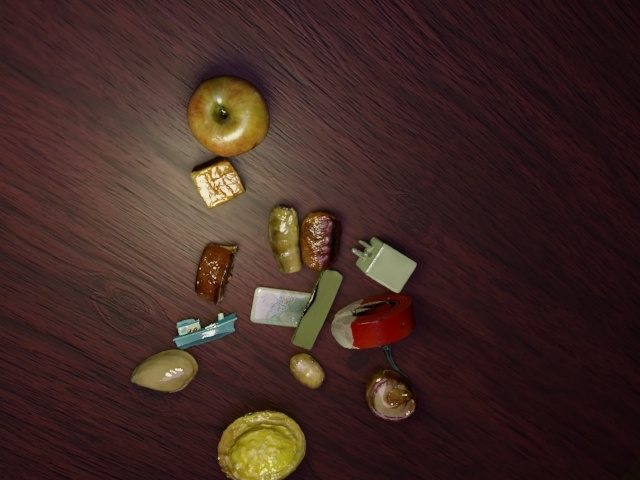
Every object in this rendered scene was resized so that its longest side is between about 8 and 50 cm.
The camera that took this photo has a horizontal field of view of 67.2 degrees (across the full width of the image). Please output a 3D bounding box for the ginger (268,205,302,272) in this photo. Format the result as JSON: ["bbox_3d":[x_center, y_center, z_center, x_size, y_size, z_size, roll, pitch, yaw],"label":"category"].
[{"bbox_3d":[-0.129,-0.003,1.747,0.116,0.109,0.263,-11,112,-7],"label":"ginger"}]

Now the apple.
[{"bbox_3d":[-0.292,-0.397,1.555,0.264,0.264,0.264,-3,104,-11],"label":"apple"}]

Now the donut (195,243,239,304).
[{"bbox_3d":[-0.375,0.110,1.713,0.126,0.144,0.186,16,127,5],"label":"donut"}]

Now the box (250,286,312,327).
[{"bbox_3d":[-0.120,0.261,1.850,0.285,0.044,0.142,9,98,-14],"label":"box"}]

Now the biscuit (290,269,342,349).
[{"bbox_3d":[-0.015,0.259,1.834,0.099,0.038,0.322,22,92,-21],"label":"biscuit"}]

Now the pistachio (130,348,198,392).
[{"bbox_3d":[-0.569,0.485,1.764,0.238,0.153,0.137,-16,147,-6],"label":"pistachio"}]

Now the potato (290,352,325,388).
[{"bbox_3d":[-0.052,0.516,1.906,0.170,0.080,0.107,43,93,-13],"label":"potato"}]

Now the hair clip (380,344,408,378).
[{"bbox_3d":[0.303,0.498,2.006,0.070,0.039,0.229,-29,113,-3],"label":"hair clip"}]

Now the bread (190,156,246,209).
[{"bbox_3d":[-0.344,-0.198,1.628,0.143,0.158,0.149,-27,112,-6],"label":"bread"}]

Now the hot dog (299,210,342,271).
[{"bbox_3d":[0.003,0.001,1.779,0.161,0.099,0.226,5,104,-13],"label":"hot dog"}]

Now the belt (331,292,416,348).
[{"bbox_3d":[0.202,0.305,1.832,0.324,0.227,0.115,-16,104,-9],"label":"belt"}]

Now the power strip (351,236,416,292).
[{"bbox_3d":[0.226,0.076,1.825,0.224,0.140,0.139,30,97,-18],"label":"power strip"}]

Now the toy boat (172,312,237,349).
[{"bbox_3d":[-0.423,0.320,1.777,0.238,0.109,0.098,-16,72,-8],"label":"toy boat"}]

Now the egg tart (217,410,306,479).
[{"bbox_3d":[-0.236,0.806,1.912,0.345,0.132,0.345,-3,104,-12],"label":"egg tart"}]

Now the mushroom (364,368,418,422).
[{"bbox_3d":[0.286,0.637,1.991,0.194,0.138,0.231,-34,96,16],"label":"mushroom"}]
